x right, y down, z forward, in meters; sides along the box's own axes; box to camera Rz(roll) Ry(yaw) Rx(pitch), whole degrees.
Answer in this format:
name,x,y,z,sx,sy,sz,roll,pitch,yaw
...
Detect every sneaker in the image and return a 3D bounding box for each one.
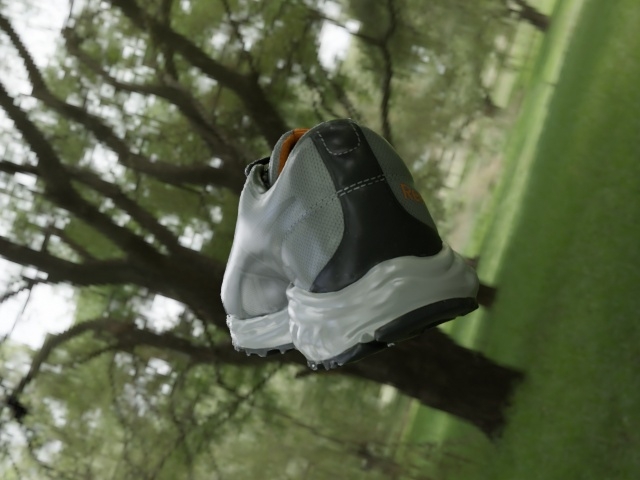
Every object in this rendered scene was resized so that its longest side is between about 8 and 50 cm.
name,x,y,z,sx,sy,sz,roll,pitch,yaw
sneaker,0.000,0.000,0.600,0.271,0.100,0.108,160,90,-75
